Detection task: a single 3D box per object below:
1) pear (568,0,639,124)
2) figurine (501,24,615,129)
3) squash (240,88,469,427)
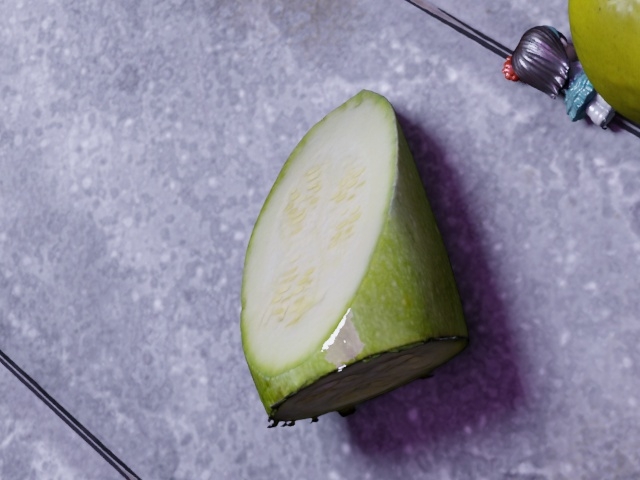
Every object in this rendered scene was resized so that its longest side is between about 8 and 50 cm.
[{"bbox_3d":[0.281,-0.162,1.005,0.198,0.198,0.198,-6,75,24],"label":"pear"},{"bbox_3d":[0.201,-0.132,1.117,0.106,0.047,0.060,42,133,20],"label":"figurine"},{"bbox_3d":[0.000,0.000,1.097,0.189,0.189,0.261,-25,73,18],"label":"squash"}]
